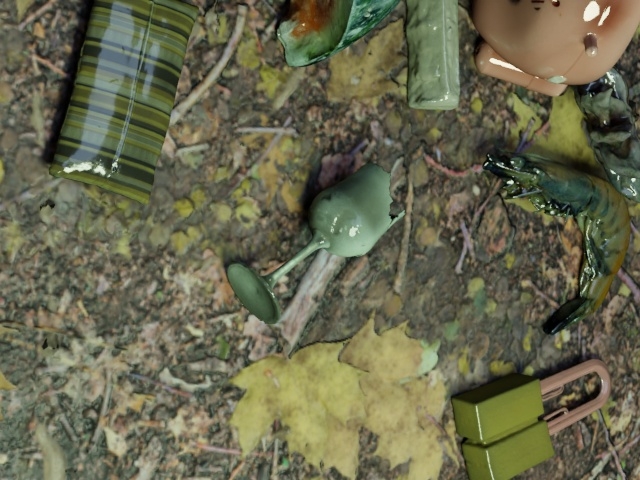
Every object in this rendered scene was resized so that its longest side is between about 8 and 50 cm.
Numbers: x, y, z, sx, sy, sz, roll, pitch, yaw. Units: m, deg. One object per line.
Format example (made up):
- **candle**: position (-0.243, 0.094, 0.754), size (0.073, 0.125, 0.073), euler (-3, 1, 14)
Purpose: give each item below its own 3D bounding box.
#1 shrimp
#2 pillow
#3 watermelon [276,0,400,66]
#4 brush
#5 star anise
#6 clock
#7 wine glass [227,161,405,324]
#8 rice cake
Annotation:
- **shrimp**: position (0.264, 0.004, 1.777), size (0.262, 0.051, 0.198), euler (22, 79, -39)
- **pillow**: position (-0.185, -0.145, 1.467), size (0.113, 0.038, 0.203), euler (17, 83, -34)
- **watermelon**: position (0.010, -0.332, 1.506), size (0.213, 0.289, 0.320), euler (29, 94, 5)
- **brush**: position (0.259, 0.195, 1.783), size (0.233, 0.047, 0.103), euler (-19, 102, -34)
- **star anise**: position (0.336, -0.142, 1.794), size (0.181, 0.061, 0.204), euler (-83, 150, -49)
- **clock**: position (0.263, -0.282, 1.646), size (0.142, 0.241, 0.227), euler (16, 85, -15)
- **wine glass**: position (0.000, 0.000, 1.577), size (0.195, 0.079, 0.079), euler (-39, 112, -27)
- **rice cake**: position (0.120, -0.269, 1.670), size (0.057, 0.052, 0.256), euler (-2, 93, -3)
